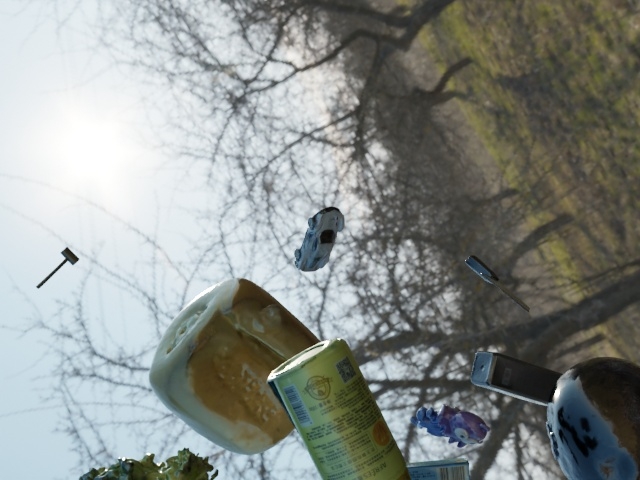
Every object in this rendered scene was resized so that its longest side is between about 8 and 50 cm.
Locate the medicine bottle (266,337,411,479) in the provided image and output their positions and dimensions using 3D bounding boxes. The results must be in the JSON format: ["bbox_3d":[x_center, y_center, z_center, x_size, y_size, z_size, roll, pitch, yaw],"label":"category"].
[{"bbox_3d":[0.032,0.261,1.045,0.238,0.124,0.124,63,-169,0],"label":"medicine bottle"}]

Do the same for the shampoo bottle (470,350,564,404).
[{"bbox_3d":[0.468,0.323,1.744,0.246,0.080,0.079,20,168,-20],"label":"shampoo bottle"}]

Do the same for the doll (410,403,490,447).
[{"bbox_3d":[0.243,0.349,1.432,0.110,0.206,0.067,39,-116,-20],"label":"doll"}]

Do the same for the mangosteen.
[{"bbox_3d":[0.588,0.353,1.443,0.275,0.302,0.274,-13,-90,-78],"label":"mangosteen"}]

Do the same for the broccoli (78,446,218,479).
[{"bbox_3d":[-0.261,0.495,1.220,0.348,0.281,0.293,139,123,-60],"label":"broccoli"}]

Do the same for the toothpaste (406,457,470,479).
[{"bbox_3d":[0.179,0.502,1.592,0.050,0.267,0.065,61,-157,-87],"label":"toothpaste"}]

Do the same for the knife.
[{"bbox_3d":[0.373,0.092,1.609,0.060,0.028,0.230,26,-166,-35],"label":"knife"}]

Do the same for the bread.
[{"bbox_3d":[-0.183,0.295,1.756,0.376,0.348,0.253,43,176,-24],"label":"bread"}]

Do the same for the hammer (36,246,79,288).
[{"bbox_3d":[-0.508,0.057,1.455,0.035,0.019,0.110,50,-138,-15],"label":"hammer"}]

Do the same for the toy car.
[{"bbox_3d":[0.000,0.000,0.863,0.041,0.093,0.025,-6,-131,-31],"label":"toy car"}]
